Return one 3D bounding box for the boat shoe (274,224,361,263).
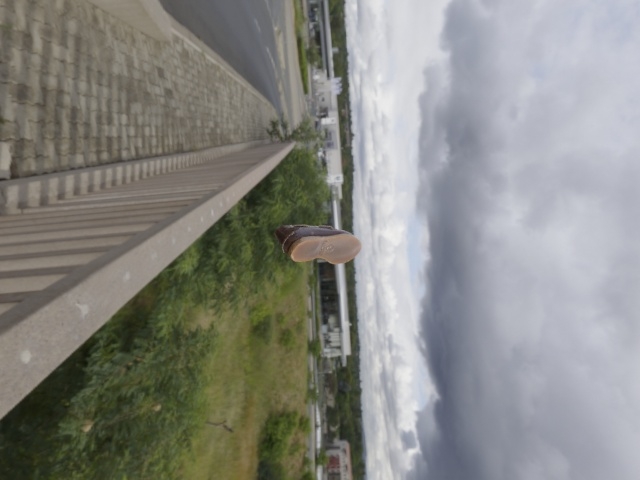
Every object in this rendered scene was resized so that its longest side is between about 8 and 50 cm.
[{"bbox_3d":[0.000,0.000,0.850,0.073,0.206,0.073,43,-68,36],"label":"boat shoe"}]
